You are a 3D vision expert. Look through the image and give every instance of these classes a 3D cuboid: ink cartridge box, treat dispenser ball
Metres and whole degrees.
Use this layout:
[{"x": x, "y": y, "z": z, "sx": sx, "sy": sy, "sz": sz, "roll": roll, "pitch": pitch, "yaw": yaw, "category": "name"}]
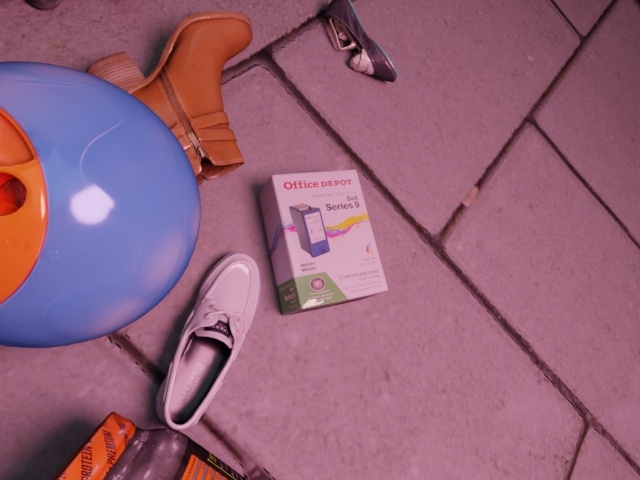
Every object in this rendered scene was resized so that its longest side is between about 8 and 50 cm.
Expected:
[{"x": 0.000, "y": 0.000, "z": 0.652, "sx": 0.155, "sy": 0.093, "sz": 0.212, "roll": -7, "pitch": 76, "yaw": -25, "category": "ink cartridge box"}, {"x": -0.278, "y": -0.034, "z": 0.426, "sx": 0.289, "sy": 0.288, "sz": 0.287, "roll": 7, "pitch": 72, "yaw": -22, "category": "treat dispenser ball"}]

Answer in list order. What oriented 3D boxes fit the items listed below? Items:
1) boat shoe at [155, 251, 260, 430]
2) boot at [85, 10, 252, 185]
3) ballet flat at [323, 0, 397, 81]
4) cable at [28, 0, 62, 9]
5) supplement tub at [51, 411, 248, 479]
[{"x": -0.142, "y": 0.130, "z": 0.553, "sx": 0.095, "sy": 0.084, "sz": 0.257, "roll": 22, "pitch": 67, "yaw": -17, "category": "boat shoe"}, {"x": -0.179, "y": -0.217, "z": 0.624, "sx": 0.284, "sy": 0.109, "sz": 0.220, "roll": -36, "pitch": 90, "yaw": -26, "category": "boot"}, {"x": 0.075, "y": -0.399, "z": 0.824, "sx": 0.074, "sy": 0.074, "sz": 0.203, "roll": -41, "pitch": 100, "yaw": -28, "category": "ballet flat"}, {"x": -0.435, "y": -0.466, "z": 0.604, "sx": 0.140, "sy": 0.072, "sz": 0.286, "roll": 19, "pitch": 68, "yaw": -17, "category": "cable"}, {"x": -0.142, "y": 0.349, "z": 0.419, "sx": 0.338, "sy": 0.207, "sz": 0.207, "roll": 41, "pitch": 63, "yaw": -7, "category": "supplement tub"}]
